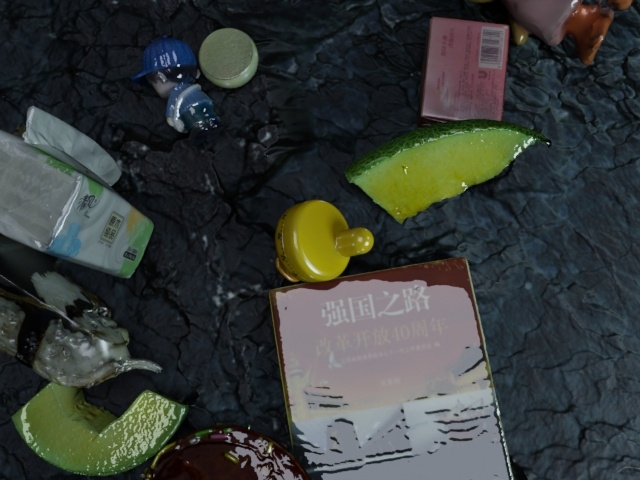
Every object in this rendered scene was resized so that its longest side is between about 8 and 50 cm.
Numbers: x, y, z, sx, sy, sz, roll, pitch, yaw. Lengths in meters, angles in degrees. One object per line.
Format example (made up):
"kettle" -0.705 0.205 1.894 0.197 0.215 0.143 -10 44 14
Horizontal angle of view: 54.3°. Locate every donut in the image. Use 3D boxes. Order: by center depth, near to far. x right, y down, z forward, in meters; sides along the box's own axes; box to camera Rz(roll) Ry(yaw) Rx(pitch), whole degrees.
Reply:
"donut" -0.106 0.331 0.731 0.235 0.089 0.235 -1 82 10

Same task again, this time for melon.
"melon" -0.274 0.228 0.782 0.210 0.064 0.117 15 82 8
"melon" 0.162 -0.096 0.800 0.262 0.053 0.113 -16 97 14

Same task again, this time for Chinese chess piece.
"Chinese chess piece" -0.129 -0.255 0.876 0.084 0.034 0.084 -1 81 5

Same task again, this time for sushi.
"sushi" -0.337 0.115 0.788 0.273 0.134 0.109 39 97 -6

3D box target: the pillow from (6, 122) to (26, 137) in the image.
"pillow" -0.460 -0.107 0.856 0.241 0.051 0.093 -17 68 0

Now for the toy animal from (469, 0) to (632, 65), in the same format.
"toy animal" 0.265 -0.368 0.818 0.281 0.195 0.169 23 42 3

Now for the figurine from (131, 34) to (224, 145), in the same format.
"figurine" -0.192 -0.204 0.850 0.086 0.087 0.149 -26 78 -40

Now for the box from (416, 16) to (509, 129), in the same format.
"box" 0.190 -0.217 0.840 0.111 0.060 0.156 8 80 3

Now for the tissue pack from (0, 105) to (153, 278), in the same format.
"tissue pack" -0.304 -0.058 0.748 0.159 0.229 0.145 25 82 9

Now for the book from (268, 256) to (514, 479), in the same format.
"book" 0.091 0.223 0.783 0.263 0.028 0.373 -10 80 3

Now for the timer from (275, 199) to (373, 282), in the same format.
"timer" 0.000 0.000 0.784 0.109 0.107 0.107 -13 75 45
